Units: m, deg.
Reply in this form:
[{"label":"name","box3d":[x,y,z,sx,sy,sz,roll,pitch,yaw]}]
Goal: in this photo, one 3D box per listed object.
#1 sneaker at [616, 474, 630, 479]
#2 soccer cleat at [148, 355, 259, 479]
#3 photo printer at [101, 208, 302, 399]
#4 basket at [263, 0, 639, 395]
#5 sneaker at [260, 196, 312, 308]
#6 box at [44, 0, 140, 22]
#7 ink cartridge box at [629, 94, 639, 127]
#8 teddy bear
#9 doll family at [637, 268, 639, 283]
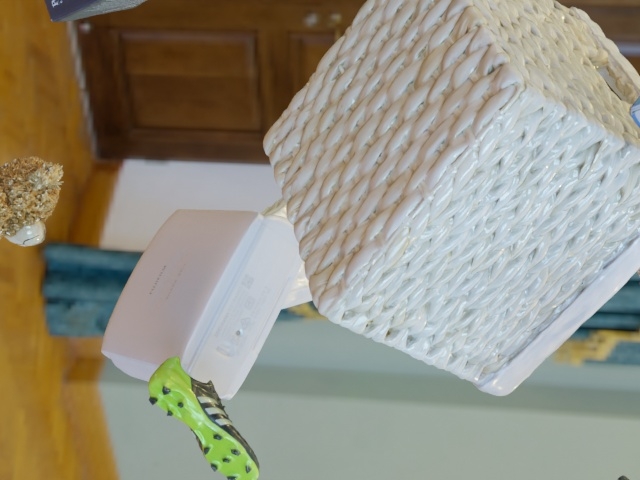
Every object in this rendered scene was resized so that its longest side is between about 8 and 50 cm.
[{"label":"sneaker","box3d":[0.262,0.306,1.155,0.109,0.130,0.286,52,-8,34]},{"label":"soccer cleat","box3d":[-0.129,0.210,1.540,0.179,0.060,0.072,49,32,-14]},{"label":"photo printer","box3d":[-0.172,0.078,1.782,0.308,0.107,0.256,5,-116,59]},{"label":"basket","box3d":[0.148,-0.079,1.344,0.331,0.266,0.328,-51,-144,26]},{"label":"sneaker","box3d":[0.000,0.000,2.038,0.108,0.293,0.169,-19,-93,56]},{"label":"box","box3d":[-0.271,-0.517,1.821,0.179,0.313,0.343,-24,97,-49]},{"label":"ink cartridge box","box3d":[0.414,-0.122,1.033,0.223,0.129,0.307,50,57,-13]},{"label":"teddy bear","box3d":[-0.499,-0.010,1.791,0.245,0.113,0.338,-46,163,32]},{"label":"doll family","box3d":[0.515,0.045,1.585,0.163,0.263,0.118,-40,151,-49]}]
